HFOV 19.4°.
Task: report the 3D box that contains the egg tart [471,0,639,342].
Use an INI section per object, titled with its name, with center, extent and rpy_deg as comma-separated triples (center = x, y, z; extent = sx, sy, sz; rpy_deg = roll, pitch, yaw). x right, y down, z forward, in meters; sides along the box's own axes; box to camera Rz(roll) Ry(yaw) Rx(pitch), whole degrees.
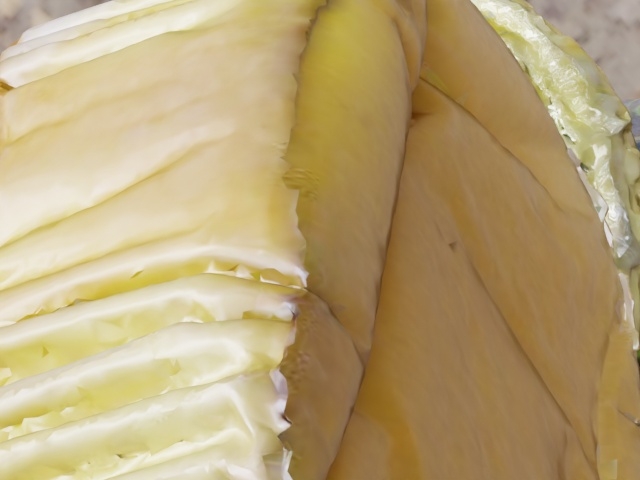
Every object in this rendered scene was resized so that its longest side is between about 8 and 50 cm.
[egg tart]
center = 0.000, 0.000, 1.084
extent = 0.388, 0.169, 0.387
rpy_deg = -9, 67, 23

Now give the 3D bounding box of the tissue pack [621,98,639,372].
[tissue pack]
center = 0.282, -0.016, 1.288
extent = 0.394, 0.124, 0.288
rpy_deg = -7, 22, 13

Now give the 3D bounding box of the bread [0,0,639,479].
[bread]
center = -0.017, 0.051, 0.507
extent = 0.156, 0.204, 0.288
rpy_deg = -20, 42, 24
